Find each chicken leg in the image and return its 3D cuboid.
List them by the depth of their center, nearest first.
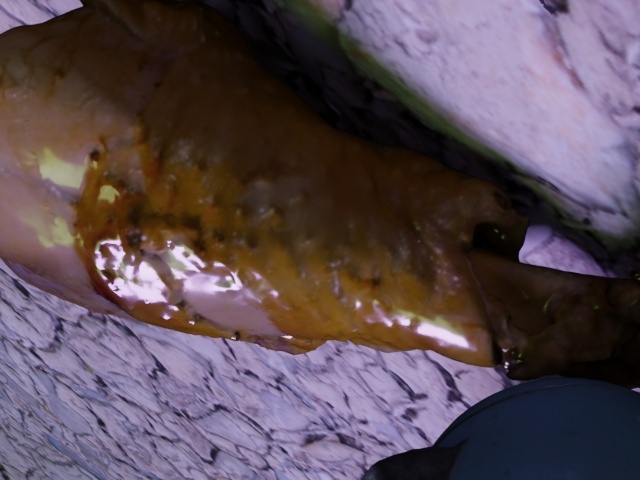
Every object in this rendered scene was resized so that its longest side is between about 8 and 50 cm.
[{"bbox_3d":[0.000,0.000,1.022,0.409,0.182,0.295,15,161,13],"label":"chicken leg"}]

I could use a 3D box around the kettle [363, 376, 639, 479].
[{"bbox_3d":[0.171,0.223,0.853,0.319,0.342,0.247,19,127,-28],"label":"kettle"}]
